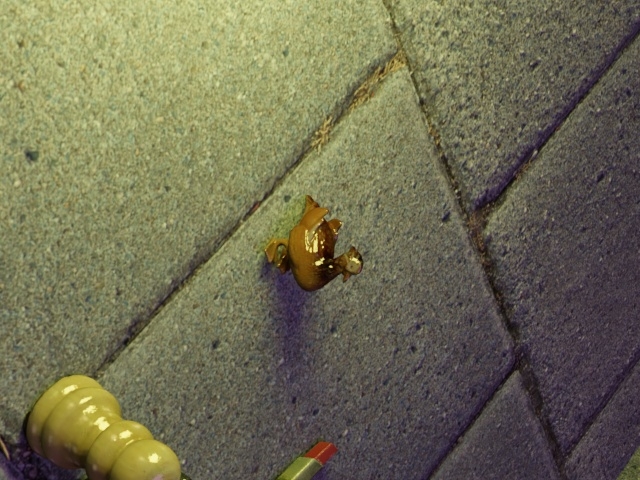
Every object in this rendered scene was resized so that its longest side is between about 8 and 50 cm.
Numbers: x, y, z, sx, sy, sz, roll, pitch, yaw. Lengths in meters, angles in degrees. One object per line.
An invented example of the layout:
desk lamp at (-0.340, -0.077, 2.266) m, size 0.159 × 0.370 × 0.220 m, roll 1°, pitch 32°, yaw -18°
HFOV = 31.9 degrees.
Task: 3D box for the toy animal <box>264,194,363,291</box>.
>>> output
toy animal at (0.000, 0.000, 1.937) m, size 0.089 × 0.179 × 0.188 m, roll 39°, pitch 53°, yaw -51°

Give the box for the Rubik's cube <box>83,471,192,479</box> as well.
Rubik's cube at (-0.288, 0.571, 1.788) m, size 0.316 × 0.318 × 0.313 m, roll -33°, pitch 129°, yaw -34°

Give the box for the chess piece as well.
chess piece at (-0.314, 0.318, 1.677) m, size 0.143 × 0.261 × 0.142 m, roll -27°, pitch 129°, yaw -38°

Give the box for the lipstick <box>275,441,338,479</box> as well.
lipstick at (-0.083, 0.495, 2.180) m, size 0.312 × 0.051 × 0.051 m, roll -42°, pitch 134°, yaw -29°
